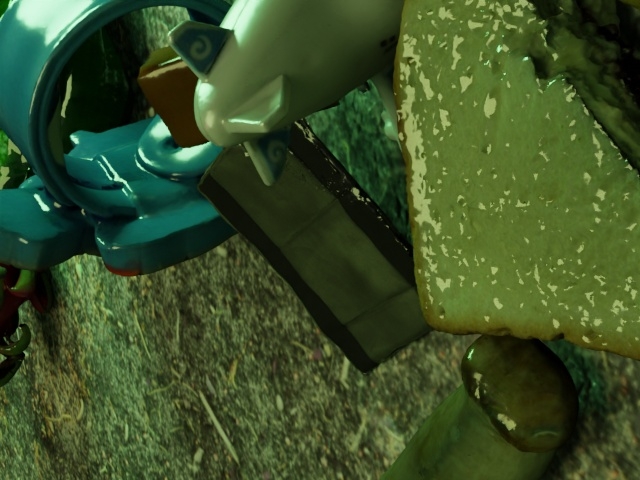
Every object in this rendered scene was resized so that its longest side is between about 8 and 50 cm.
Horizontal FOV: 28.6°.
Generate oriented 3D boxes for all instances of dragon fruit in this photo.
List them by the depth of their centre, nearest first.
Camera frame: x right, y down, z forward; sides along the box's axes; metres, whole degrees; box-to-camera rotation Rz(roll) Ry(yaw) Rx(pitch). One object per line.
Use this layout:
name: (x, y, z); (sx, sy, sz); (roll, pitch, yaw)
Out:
dragon fruit: (-0.464, 0.044, 1.736); (0.218, 0.198, 0.273); (13, 135, 26)

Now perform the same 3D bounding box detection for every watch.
watch: (-0.212, -0.121, 1.170); (0.241, 0.305, 0.275); (41, 138, 45)

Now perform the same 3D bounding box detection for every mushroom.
mushroom: (0.106, 0.178, 0.956); (0.312, 0.081, 0.100); (115, 146, -48)

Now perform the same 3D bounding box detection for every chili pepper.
chili pepper: (-0.303, -0.197, 1.435); (0.213, 0.167, 0.385); (5, 90, 42)

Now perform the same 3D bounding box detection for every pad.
pad: (0.000, 0.000, 1.048); (0.233, 0.022, 0.174); (50, 143, 1)

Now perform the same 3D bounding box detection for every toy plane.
toy plane: (0.011, -0.158, 0.871); (0.122, 0.266, 0.267); (8, 104, 53)

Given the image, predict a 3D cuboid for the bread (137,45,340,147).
bread: (-0.037, -0.144, 1.036); (0.226, 0.049, 0.088); (-12, 124, 24)

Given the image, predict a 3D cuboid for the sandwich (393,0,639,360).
sandwich: (0.168, -0.052, 0.759); (0.288, 0.099, 0.254); (9, 102, 51)

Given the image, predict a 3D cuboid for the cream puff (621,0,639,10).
cream puff: (0.228, -0.201, 0.511); (0.282, 0.281, 0.185); (-35, 45, 55)
